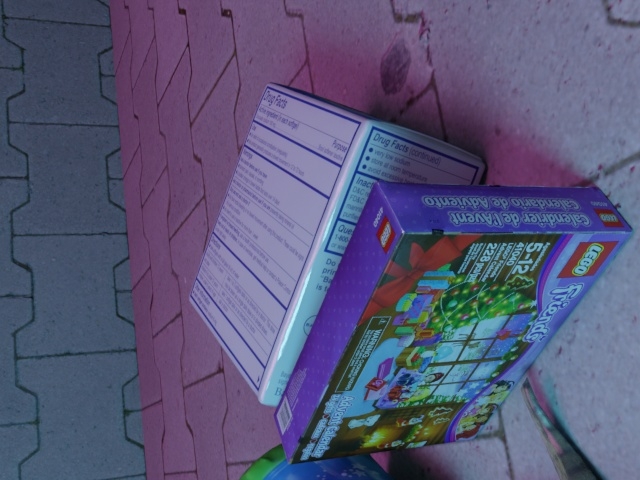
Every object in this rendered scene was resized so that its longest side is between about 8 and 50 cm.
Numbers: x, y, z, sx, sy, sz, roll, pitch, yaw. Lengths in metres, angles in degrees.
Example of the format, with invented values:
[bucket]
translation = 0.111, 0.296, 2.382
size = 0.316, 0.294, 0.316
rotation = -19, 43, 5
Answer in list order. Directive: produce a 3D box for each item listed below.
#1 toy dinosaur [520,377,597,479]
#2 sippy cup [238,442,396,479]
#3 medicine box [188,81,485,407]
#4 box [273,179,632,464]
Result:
[toy dinosaur]
translation = 0.205, 0.241, 0.579
size = 0.118, 0.064, 0.268
rotation = -61, 35, 24
[sippy cup]
translation = 0.041, 0.335, 0.769
size = 0.224, 0.240, 0.305
rotation = 2, 103, 54
[medicine box]
translation = 0.000, 0.000, 0.828
size = 0.263, 0.149, 0.289
rotation = 37, 108, 59
[box]
translation = 0.095, 0.078, 0.640
size = 0.293, 0.201, 0.057
rotation = 111, 148, -41
